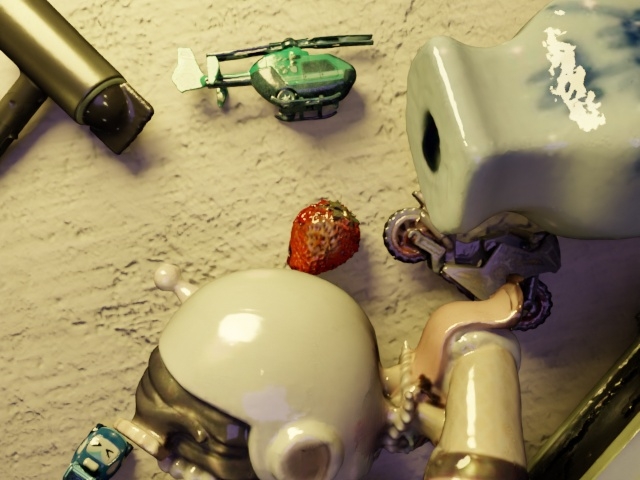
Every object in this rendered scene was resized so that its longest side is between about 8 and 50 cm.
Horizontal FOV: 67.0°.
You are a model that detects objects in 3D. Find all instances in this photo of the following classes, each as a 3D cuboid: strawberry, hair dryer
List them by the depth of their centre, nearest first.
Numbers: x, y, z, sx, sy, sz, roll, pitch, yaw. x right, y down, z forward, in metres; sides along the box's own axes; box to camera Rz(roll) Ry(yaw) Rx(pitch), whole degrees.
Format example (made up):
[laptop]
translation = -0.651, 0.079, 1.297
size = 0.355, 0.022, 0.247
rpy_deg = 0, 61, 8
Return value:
[strawberry]
translation = 0.000, 0.000, 0.556
size = 0.096, 0.083, 0.083
rpy_deg = -42, 92, 11
[hair dryer]
translation = -0.339, -0.130, 0.565
size = 0.248, 0.078, 0.195
rpy_deg = -44, 92, 12

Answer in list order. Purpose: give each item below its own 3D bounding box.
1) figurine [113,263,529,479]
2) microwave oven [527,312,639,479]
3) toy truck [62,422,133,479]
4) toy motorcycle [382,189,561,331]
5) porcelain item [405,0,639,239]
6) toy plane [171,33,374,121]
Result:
[figurine]
translation = 0.010, 0.133, 0.488
size = 0.362, 0.253, 0.210
rpy_deg = -1, 76, 7
[microwave oven]
translation = 0.406, 0.228, 0.456
size = 0.286, 0.218, 0.354
rpy_deg = 40, 94, 19
[toy truck]
translation = -0.270, 0.265, 0.567
size = 0.056, 0.090, 0.073
rpy_deg = 35, 93, -2
[toy motorcycle]
translation = 0.183, 0.011, 0.552
size = 0.216, 0.080, 0.122
rpy_deg = 31, 95, -1
[porcelain item]
translation = 0.302, -0.124, 0.466
size = 0.406, 0.178, 0.242
rpy_deg = -9, 68, -1
[toy plane]
translation = -0.052, -0.189, 0.555
size = 0.235, 0.060, 0.096
rpy_deg = -6, 85, -2
